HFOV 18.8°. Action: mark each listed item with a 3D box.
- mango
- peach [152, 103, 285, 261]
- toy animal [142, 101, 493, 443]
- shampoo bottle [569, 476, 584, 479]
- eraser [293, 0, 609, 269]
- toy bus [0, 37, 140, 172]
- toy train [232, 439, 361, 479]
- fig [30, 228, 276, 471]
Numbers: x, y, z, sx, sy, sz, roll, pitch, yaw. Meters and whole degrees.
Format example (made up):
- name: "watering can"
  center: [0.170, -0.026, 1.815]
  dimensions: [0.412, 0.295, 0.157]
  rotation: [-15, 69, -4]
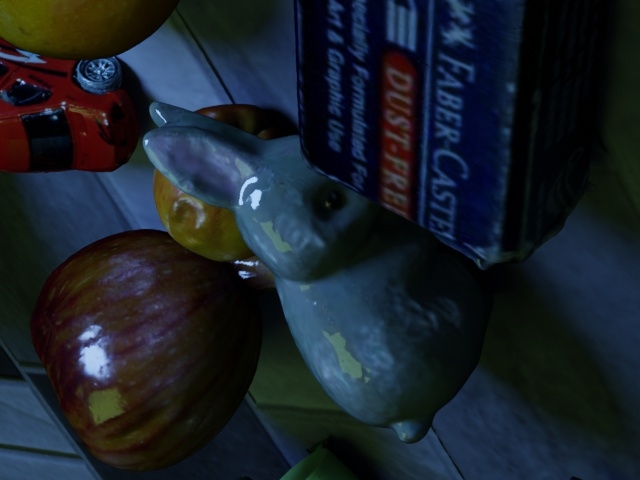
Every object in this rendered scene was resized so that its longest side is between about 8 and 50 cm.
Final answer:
- name: "mango"
  center: [-0.178, -0.181, 1.176]
  dimensions: [0.253, 0.113, 0.138]
  rotation: [17, 140, 38]
- name: "peach"
  center: [-0.062, -0.035, 1.243]
  dimensions: [0.101, 0.101, 0.100]
  rotation: [28, 146, 21]
- name: "toy animal"
  center: [0.002, 0.000, 1.159]
  dimensions: [0.251, 0.125, 0.127]
  rotation: [47, -179, -28]
- name: "shampoo bottle"
  center: [0.167, 0.241, 1.359]
  dimensions: [0.068, 0.067, 0.236]
  rotation: [19, 145, 1]
- name: "eraser"
  center: [0.068, -0.132, 0.975]
  dimensions: [0.155, 0.101, 0.332]
  rotation: [28, 147, 22]
- name: "toy bus"
  center: [-0.219, -0.104, 1.339]
  dimensions: [0.195, 0.089, 0.081]
  rotation: [30, 147, 19]
- name: "toy train"
  center: [0.037, 0.264, 1.506]
  dimensions: [0.253, 0.105, 0.157]
  rotation: [44, 135, -6]
- name: "fig"
  center: [-0.098, 0.057, 1.373]
  dimensions: [0.175, 0.207, 0.175]
  rotation: [50, -176, -5]
